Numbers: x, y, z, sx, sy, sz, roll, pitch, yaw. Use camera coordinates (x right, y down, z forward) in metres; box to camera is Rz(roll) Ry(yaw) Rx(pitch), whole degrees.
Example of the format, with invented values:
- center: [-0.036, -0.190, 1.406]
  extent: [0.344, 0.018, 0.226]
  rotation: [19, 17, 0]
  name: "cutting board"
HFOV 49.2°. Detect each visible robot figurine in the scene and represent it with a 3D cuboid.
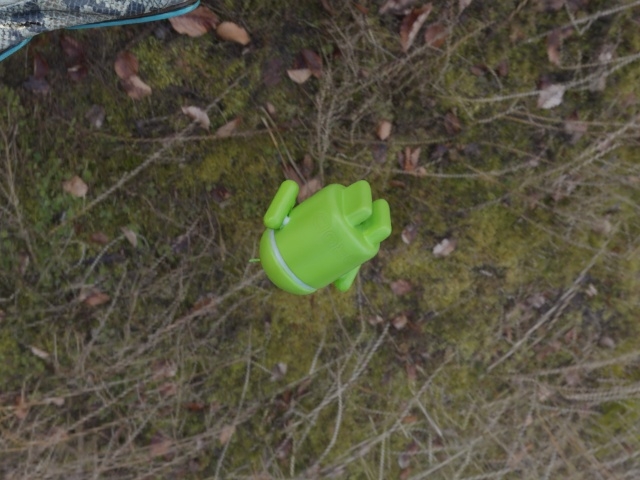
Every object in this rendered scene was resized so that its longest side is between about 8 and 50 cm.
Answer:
- center: [0.000, 0.000, 0.556]
  extent: [0.115, 0.067, 0.101]
  rotation: [-33, 125, 25]
  name: "robot figurine"

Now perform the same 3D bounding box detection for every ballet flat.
- center: [-0.406, -0.353, 0.975]
  extent: [0.483, 0.164, 0.182]
  rotation: [-18, 130, 2]
  name: "ballet flat"
